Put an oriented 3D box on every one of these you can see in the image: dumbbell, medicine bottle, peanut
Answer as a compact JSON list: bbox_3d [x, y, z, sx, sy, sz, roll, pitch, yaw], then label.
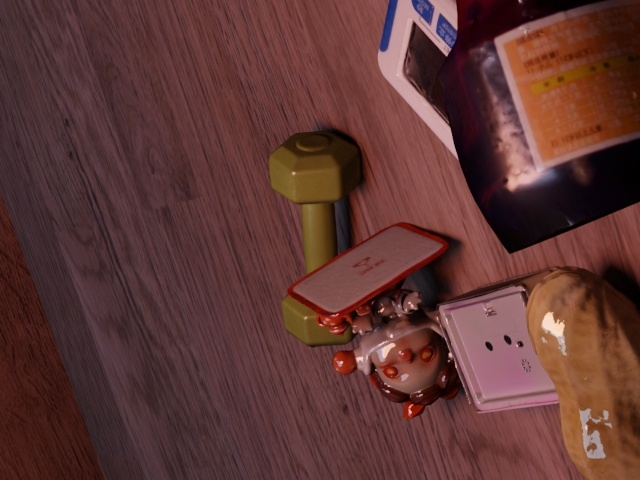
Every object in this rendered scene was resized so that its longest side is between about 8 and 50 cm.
[{"bbox_3d":[0.000,0.000,2.113,0.108,0.121,0.302,11,124,25],"label":"dumbbell"},{"bbox_3d":[0.209,-0.205,1.459,0.242,0.242,0.395,-28,79,62],"label":"medicine bottle"},{"bbox_3d":[0.308,0.163,1.672,0.130,0.130,0.290,5,116,60],"label":"peanut"}]

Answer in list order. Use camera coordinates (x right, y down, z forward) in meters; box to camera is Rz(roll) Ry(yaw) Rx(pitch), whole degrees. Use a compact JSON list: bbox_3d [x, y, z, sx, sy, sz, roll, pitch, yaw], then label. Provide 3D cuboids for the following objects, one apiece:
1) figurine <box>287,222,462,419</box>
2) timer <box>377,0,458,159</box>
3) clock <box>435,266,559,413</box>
[{"bbox_3d":[0.099,0.127,1.983,0.160,0.183,0.226,28,146,63],"label":"figurine"},{"bbox_3d":[0.165,-0.188,1.720,0.253,0.078,0.178,52,151,30],"label":"timer"},{"bbox_3d":[0.229,0.121,1.829,0.192,0.071,0.147,-22,89,62],"label":"clock"}]
